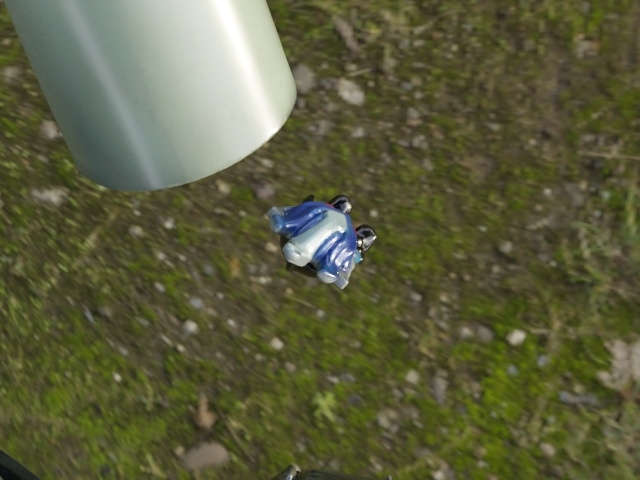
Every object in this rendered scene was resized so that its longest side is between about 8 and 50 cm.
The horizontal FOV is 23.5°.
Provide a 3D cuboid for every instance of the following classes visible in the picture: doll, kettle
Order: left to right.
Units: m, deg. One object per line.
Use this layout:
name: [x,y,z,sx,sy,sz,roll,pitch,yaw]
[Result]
kettle: [-0.149,-0.185,1.028,0.165,0.240,0.255,-40,128,-24]
doll: [0.000,0.000,1.390,0.096,0.195,0.070,46,107,6]

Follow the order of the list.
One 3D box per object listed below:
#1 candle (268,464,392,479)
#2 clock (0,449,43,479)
candle: [0.103,0.256,0.888,0.342,0.221,0.221,7,95,5]
clock: [-0.355,0.155,1.094,0.386,0.386,0.076,28,89,-19]
